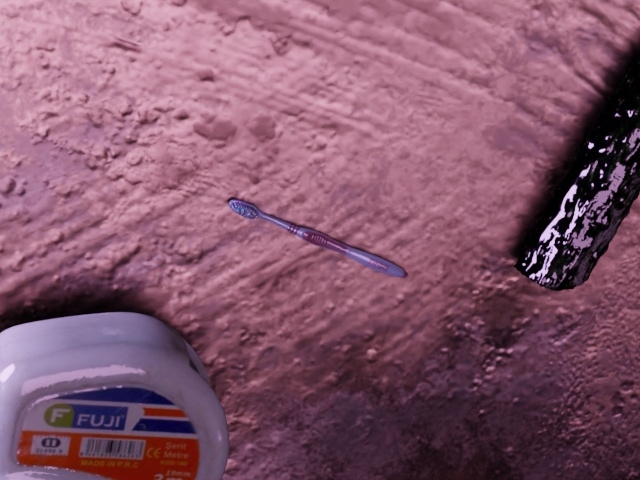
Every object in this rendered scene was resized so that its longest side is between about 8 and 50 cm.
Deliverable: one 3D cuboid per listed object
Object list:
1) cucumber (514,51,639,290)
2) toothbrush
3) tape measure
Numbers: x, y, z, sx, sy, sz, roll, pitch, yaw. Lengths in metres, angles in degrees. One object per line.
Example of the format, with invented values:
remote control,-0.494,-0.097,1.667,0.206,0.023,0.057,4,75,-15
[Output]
cucumber,0.286,-0.086,1.760,0.072,0.081,0.303,31,102,10
toothbrush,0.000,0.000,1.762,0.193,0.019,0.013,22,103,-20
tape measure,-0.203,0.185,1.729,0.243,0.125,0.246,5,111,-20
